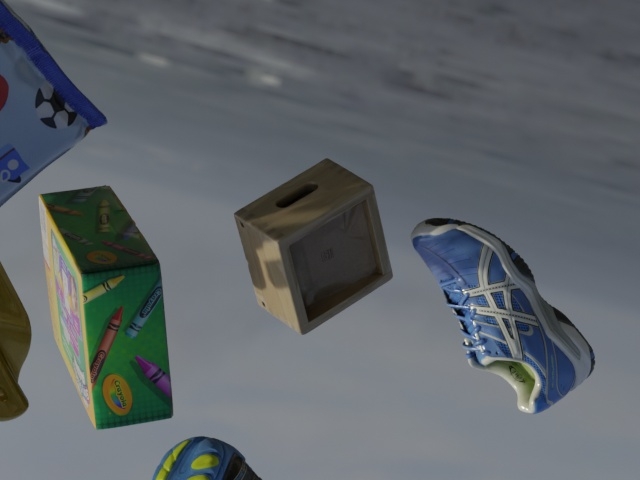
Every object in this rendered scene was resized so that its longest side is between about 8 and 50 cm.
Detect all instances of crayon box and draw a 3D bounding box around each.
[{"bbox_3d":[-0.221,0.062,2.019,0.081,0.165,0.278,-8,-160,-14],"label":"crayon box"}]

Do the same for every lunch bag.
[{"bbox_3d":[-0.420,-0.124,1.851,0.239,0.328,0.385,52,173,-34],"label":"lunch bag"}]

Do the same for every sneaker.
[{"bbox_3d":[-0.081,0.208,1.148,0.078,0.188,0.067,33,164,-39],"label":"sneaker"},{"bbox_3d":[0.157,0.066,1.796,0.211,0.081,0.080,46,151,-3],"label":"sneaker"}]

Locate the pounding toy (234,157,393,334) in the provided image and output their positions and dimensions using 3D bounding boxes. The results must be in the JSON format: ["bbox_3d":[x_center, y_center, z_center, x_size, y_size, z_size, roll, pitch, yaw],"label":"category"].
[{"bbox_3d":[0.000,0.000,1.840,0.141,0.130,0.100,-32,-140,-23],"label":"pounding toy"}]

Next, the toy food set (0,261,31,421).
[{"bbox_3d":[-0.272,0.031,1.323,0.071,0.217,0.128,-24,-176,23],"label":"toy food set"}]
